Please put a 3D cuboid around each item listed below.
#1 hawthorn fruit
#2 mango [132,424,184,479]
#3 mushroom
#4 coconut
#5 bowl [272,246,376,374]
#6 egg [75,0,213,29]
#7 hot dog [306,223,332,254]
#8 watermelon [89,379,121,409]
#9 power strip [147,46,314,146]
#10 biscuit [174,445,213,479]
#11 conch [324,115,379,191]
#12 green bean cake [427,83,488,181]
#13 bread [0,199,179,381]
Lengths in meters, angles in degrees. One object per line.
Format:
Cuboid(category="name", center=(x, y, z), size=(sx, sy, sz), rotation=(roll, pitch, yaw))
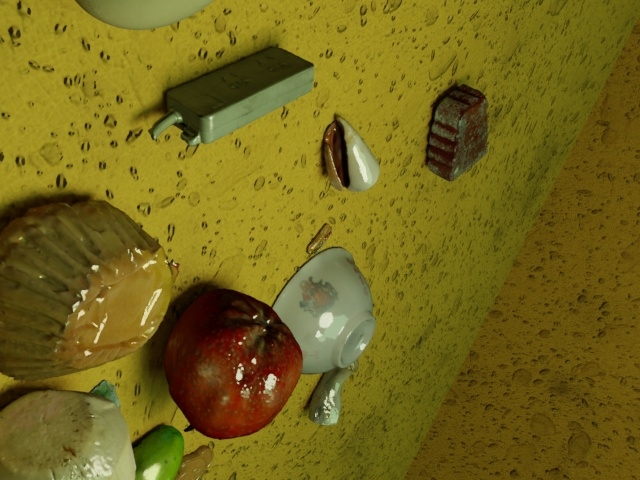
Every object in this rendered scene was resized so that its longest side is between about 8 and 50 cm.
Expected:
Cuboid(category="hawthorn fruit", center=(-0.183, 0.249, 1.230), size=(0.300, 0.254, 0.254), rotation=(-50, 155, 18))
Cuboid(category="mango", center=(-0.332, 0.445, 1.315), size=(0.178, 0.100, 0.119), rotation=(-50, 149, -32))
Cuboid(category="mushroom", center=(0.038, 0.408, 1.887), size=(0.081, 0.092, 0.223), rotation=(25, 88, -45))
Cuboid(category="coconut", center=(-0.388, 0.343, 1.004), size=(0.241, 0.241, 0.241), rotation=(-39, 146, -33))
Cuboid(category="bowl", center=(0.028, 0.201, 1.596), size=(0.345, 0.157, 0.346), rotation=(-38, 145, -33))
Cuboid(category="egg", center=(-0.171, -0.335, 0.717), size=(0.242, 0.186, 0.186), rotation=(-53, 152, 1))
Cuboid(category="hot dog", center=(0.000, 0.000, 1.495), size=(0.083, 0.021, 0.037), rotation=(-55, 151, -10))
Cuboid(category="watermelon", center=(-0.378, 0.340, 1.174), size=(0.187, 0.071, 0.139), rotation=(-60, 156, 1))
Cuboid(category="power strip", center=(-0.132, -0.211, 0.999), size=(0.288, 0.093, 0.053), rotation=(-36, 148, -37))
Cuboid(category="biscuit", center=(-0.298, 0.523, 1.523), size=(0.140, 0.023, 0.118), rotation=(-46, 150, -21))
Cuboid(category="conch", center=(0.060, -0.163, 1.360), size=(0.104, 0.094, 0.176), rotation=(-18, 144, 7))
Cuboid(category="green bean cake", center=(0.358, -0.282, 1.716), size=(0.198, 0.097, 0.233), rotation=(-40, 147, -28))
Cuboid(category="bread", center=(-0.328, 0.076, 0.909), size=(0.274, 0.149, 0.274), rotation=(-43, 146, -39))
